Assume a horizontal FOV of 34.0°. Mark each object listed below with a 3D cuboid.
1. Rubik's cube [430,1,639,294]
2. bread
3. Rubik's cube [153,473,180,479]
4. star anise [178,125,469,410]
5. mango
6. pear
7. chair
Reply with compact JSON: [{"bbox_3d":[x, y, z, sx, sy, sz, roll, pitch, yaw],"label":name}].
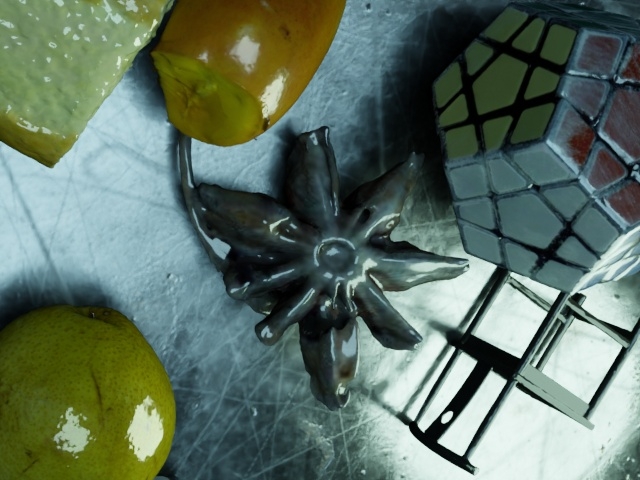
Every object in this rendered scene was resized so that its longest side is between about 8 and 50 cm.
[{"bbox_3d":[0.266,-0.102,1.097,0.319,0.319,0.264,-31,67,-12],"label":"Rubik's cube"},{"bbox_3d":[-0.333,-0.237,0.901,0.376,0.165,0.236,28,123,-20],"label":"bread"},{"bbox_3d":[-0.265,0.424,0.997,0.314,0.318,0.316,3,101,-21],"label":"Rubik's cube"},{"bbox_3d":[0.000,0.000,1.121,0.316,0.139,0.359,3,84,-20],"label":"star anise"},{"bbox_3d":[-0.049,-0.216,1.005,0.138,0.187,0.257,30,65,0],"label":"mango"},{"bbox_3d":[-0.243,0.161,1.018,0.209,0.209,0.208,-4,102,-20],"label":"pear"},{"bbox_3d":[0.237,0.156,1.218,0.141,0.154,0.260,34,86,-22],"label":"chair"}]
